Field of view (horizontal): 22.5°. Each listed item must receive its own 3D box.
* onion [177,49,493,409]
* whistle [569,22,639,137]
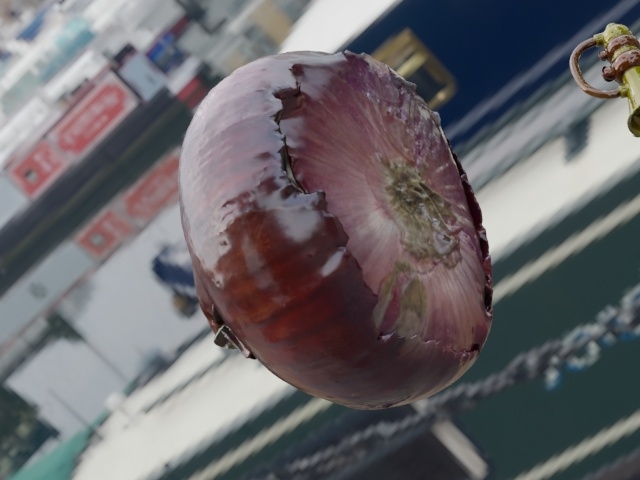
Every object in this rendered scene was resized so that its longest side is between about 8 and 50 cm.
[{"bbox_3d":[0.008,-0.007,0.995,0.161,0.248,0.248,-6,34,31],"label":"onion"},{"bbox_3d":[0.244,-0.130,1.307,0.057,0.046,0.109,-40,47,19],"label":"whistle"}]
